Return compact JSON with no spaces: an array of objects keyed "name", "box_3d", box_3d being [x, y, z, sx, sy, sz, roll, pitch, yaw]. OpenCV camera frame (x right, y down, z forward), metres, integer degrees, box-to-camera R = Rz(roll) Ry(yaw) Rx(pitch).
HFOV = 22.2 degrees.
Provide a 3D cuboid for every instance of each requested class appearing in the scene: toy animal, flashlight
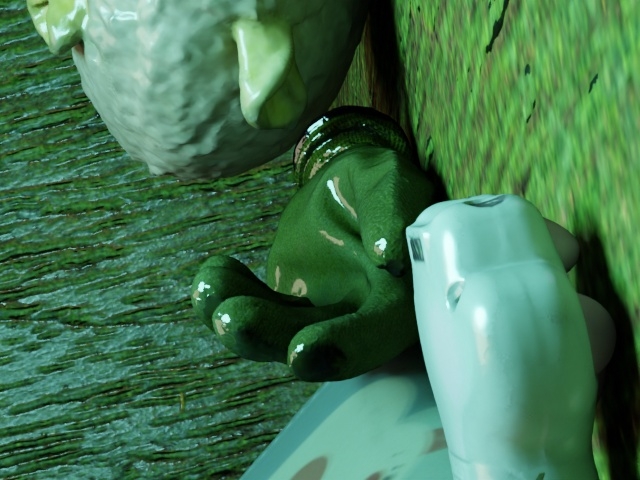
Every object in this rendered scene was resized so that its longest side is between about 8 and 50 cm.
[{"name":"toy animal","box_3d":[-0.065,-0.151,0.990,0.358,0.188,0.226,82,-153,-64]},{"name":"flashlight","box_3d":[0.064,0.086,0.448,0.093,0.047,0.200,-173,71,-83]}]

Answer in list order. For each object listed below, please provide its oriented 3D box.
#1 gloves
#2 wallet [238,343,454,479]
[{"name":"gloves","box_3d":[0.011,0.007,0.842,0.107,0.135,0.268,40,-156,-5]},{"name":"wallet","box_3d":[-0.004,0.180,0.741,0.083,0.252,0.360,41,-172,-10]}]
